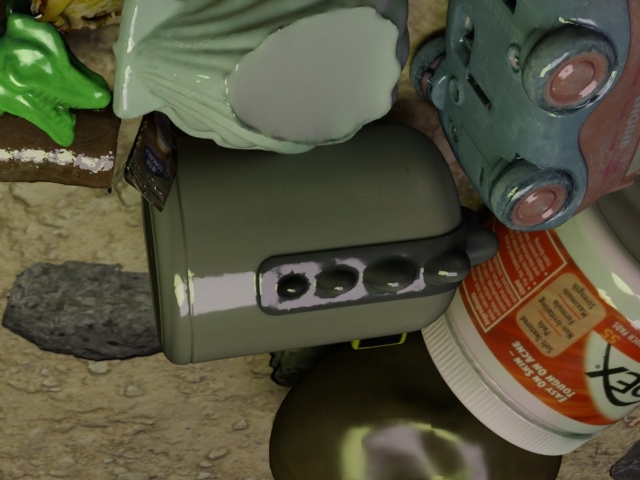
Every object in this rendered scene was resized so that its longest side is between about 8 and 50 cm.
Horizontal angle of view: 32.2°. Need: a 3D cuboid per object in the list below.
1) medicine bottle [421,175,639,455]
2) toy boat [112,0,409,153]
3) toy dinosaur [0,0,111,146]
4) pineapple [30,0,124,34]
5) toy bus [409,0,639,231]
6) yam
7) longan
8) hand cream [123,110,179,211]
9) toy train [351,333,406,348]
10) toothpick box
[{"bbox_3d":[0.270,0.059,1.157,0.252,0.252,0.241,18,132,-33],"label":"medicine bottle"},{"bbox_3d":[-0.020,-0.145,0.871,0.290,0.100,0.199,-11,123,-36],"label":"toy boat"},{"bbox_3d":[-0.449,-0.151,0.799,0.374,0.144,0.500,-41,118,7],"label":"toy dinosaur"},{"bbox_3d":[-0.126,-0.218,0.810,0.221,0.047,0.221,-28,176,-2],"label":"pineapple"},{"bbox_3d":[0.224,-0.159,0.943,0.232,0.197,0.294,-15,140,-16],"label":"toy bus"},{"bbox_3d":[-0.240,-0.086,0.969,0.127,0.084,0.084,2,138,-20],"label":"yam"},{"bbox_3d":[0.112,0.235,1.313,0.350,0.288,0.288,1,139,-9],"label":"longan"},{"bbox_3d":[-0.139,-0.103,0.913,0.039,0.163,0.062,-15,142,10],"label":"hand cream"},{"bbox_3d":[0.012,0.054,1.173,0.219,0.127,0.089,-6,140,-12],"label":"toy train"},{"bbox_3d":[0.000,0.000,1.027,0.316,0.229,0.229,-6,140,-10],"label":"toothpick box"}]
